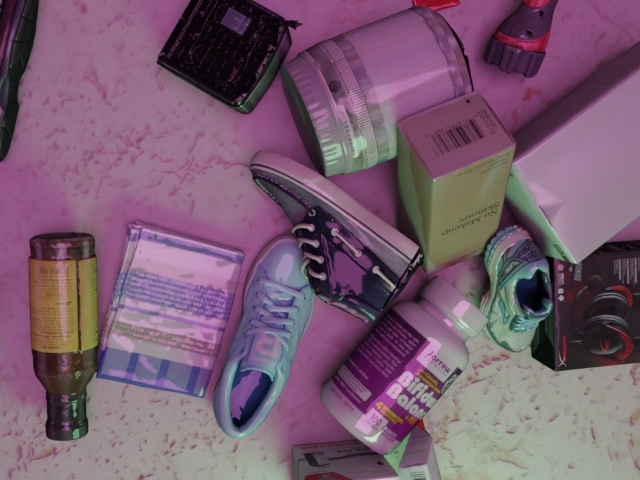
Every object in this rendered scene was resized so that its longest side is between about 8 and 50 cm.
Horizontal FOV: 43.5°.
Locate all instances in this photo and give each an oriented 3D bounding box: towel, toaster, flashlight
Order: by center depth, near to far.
[{"bbox_3d":[-0.144,-0.312,1.306,0.186,0.110,0.168,30,93,5],"label":"toaster"},{"bbox_3d":[0.371,-0.435,1.354,0.103,0.103,0.304,11,117,-8],"label":"flashlight"},{"bbox_3d":[-0.265,0.124,1.401,0.209,0.034,0.285,14,97,-14],"label":"towel"}]

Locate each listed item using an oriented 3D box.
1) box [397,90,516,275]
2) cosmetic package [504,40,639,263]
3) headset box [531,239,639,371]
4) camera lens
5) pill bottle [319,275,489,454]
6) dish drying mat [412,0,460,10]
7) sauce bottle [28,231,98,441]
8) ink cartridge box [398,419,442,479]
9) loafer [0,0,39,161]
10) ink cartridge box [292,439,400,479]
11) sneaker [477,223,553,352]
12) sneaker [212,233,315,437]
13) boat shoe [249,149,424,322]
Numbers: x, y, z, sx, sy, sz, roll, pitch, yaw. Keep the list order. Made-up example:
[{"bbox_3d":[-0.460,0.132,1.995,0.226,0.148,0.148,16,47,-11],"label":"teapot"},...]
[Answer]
[{"bbox_3d":[0.213,-0.083,1.314,0.148,0.311,0.121,-24,61,-6],"label":"box"},{"bbox_3d":[0.496,-0.160,1.374,0.385,0.156,0.217,-34,102,-3],"label":"cosmetic package"},{"bbox_3d":[0.550,0.115,1.502,0.293,0.110,0.218,-4,98,-9],"label":"headset box"},{"bbox_3d":[0.097,-0.243,1.316,0.274,0.219,0.219,-22,101,-6],"label":"camera lens"},{"bbox_3d":[0.153,0.214,1.417,0.169,0.169,0.301,40,90,-13],"label":"pill bottle"},{"bbox_3d":[0.204,-0.423,1.418,0.083,0.008,0.032,-15,99,-7],"label":"dish drying mat"},{"bbox_3d":[-0.428,0.160,1.337,0.111,0.111,0.344,1,97,-10],"label":"sauce bottle"},{"bbox_3d":[0.201,0.423,1.421,0.066,0.232,0.189,-10,101,22],"label":"ink cartridge box"},{"bbox_3d":[-0.520,-0.277,1.266,0.095,0.109,0.302,14,98,-7],"label":"loafer"},{"bbox_3d":[0.040,0.425,1.401,0.159,0.218,0.092,-3,92,-9],"label":"ink cartridge box"},{"bbox_3d":[0.352,0.114,1.422,0.110,0.122,0.283,-23,131,-11],"label":"sneaker"},{"bbox_3d":[-0.085,0.172,1.378,0.135,0.150,0.366,15,94,-13],"label":"sneaker"},{"bbox_3d":[0.000,0.000,1.340,0.340,0.127,0.158,33,77,-4],"label":"boat shoe"}]
